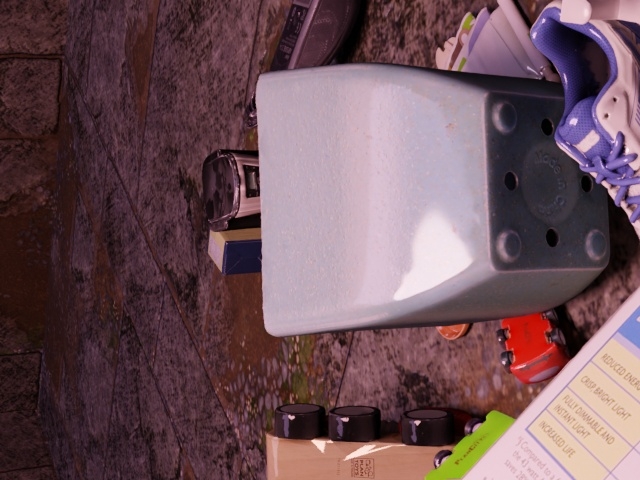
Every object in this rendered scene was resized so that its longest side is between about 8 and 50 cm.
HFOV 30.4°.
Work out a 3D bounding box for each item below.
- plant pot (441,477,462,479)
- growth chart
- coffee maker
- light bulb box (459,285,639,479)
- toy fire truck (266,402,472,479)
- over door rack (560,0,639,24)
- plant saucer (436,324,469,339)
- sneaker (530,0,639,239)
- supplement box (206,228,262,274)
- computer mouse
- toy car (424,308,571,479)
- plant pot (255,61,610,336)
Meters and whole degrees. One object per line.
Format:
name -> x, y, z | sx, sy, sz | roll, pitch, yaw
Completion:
plant pot -> 0.131, 0.321, 0.962 | 0.256, 0.256, 0.274 | 58, 172, 47
growth chart -> 0.163, -0.153, 1.235 | 0.237, 0.021, 0.172 | 119, 141, -51
coffee maker -> -0.063, -0.060, 1.566 | 0.171, 0.178, 0.120 | 122, 139, -53
light bulb box -> 0.247, 0.245, 0.650 | 0.361, 0.225, 0.358 | -48, 34, 3
toy fire truck -> 0.075, 0.250, 1.341 | 0.246, 0.217, 0.158 | -14, -77, -72
over door rack -> 0.322, -0.230, 0.723 | 0.324, 0.108, 0.239 | 22, 116, 41
plant saucer -> 0.146, 0.068, 1.313 | 0.083, 0.013, 0.083 | 176, 90, -67
sneaker -> 0.246, -0.061, 0.927 | 0.112, 0.131, 0.296 | -50, 50, 55
supplement box -> -0.123, 0.008, 1.828 | 0.083, 0.083, 0.056 | -132, 44, -53
computer mouse -> -0.010, -0.250, 1.506 | 0.188, 0.072, 0.272 | -121, 51, -68
toy car -> 0.186, 0.158, 1.042 | 0.053, 0.225, 0.239 | 54, 165, -21
plant pot -> 0.116, -0.042, 1.057 | 0.252, 0.248, 0.247 | -6, 85, 53
